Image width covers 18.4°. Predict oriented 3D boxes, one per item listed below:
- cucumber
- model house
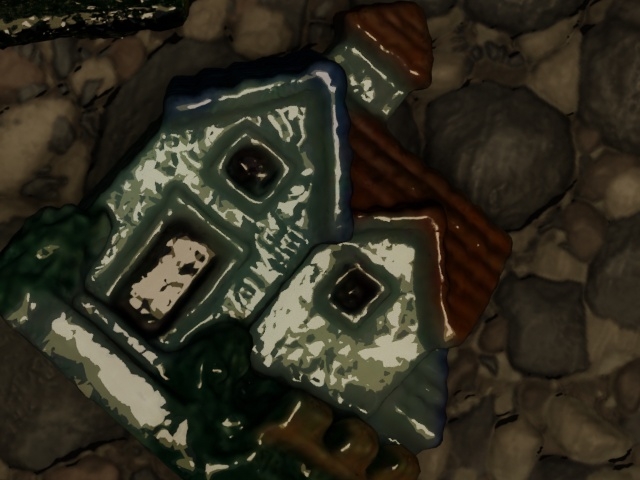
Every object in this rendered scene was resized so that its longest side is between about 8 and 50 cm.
[{"bbox_3d":[-0.218,-0.151,1.352,0.256,0.043,0.044,-7,92,0],"label":"cucumber"},{"bbox_3d":[0.000,0.000,1.284,0.295,0.252,0.329,42,88,-5],"label":"model house"}]
